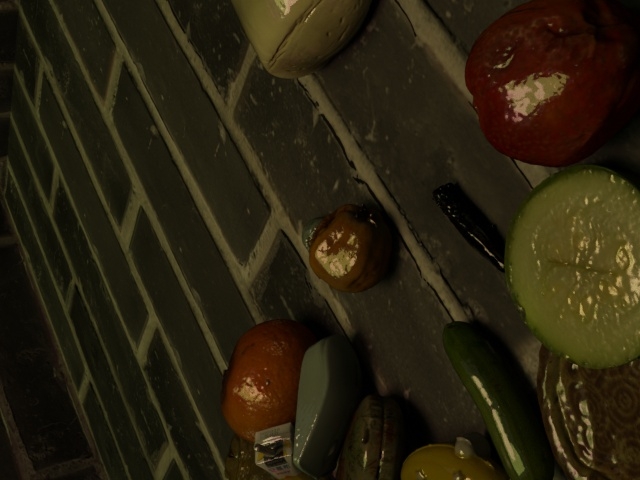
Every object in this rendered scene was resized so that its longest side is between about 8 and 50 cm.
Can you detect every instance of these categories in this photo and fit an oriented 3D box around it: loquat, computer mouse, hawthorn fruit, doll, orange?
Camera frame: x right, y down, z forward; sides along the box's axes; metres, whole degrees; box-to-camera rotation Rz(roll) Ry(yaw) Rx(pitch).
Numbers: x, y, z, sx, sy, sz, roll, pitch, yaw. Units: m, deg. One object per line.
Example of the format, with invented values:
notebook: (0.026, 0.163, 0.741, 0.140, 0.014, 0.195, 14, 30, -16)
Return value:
loquat: (0.045, 0.010, 1.185, 0.137, 0.113, 0.137, -22, 61, 48)
computer mouse: (0.017, 0.263, 1.264, 0.079, 0.128, 0.231, -1, 76, 31)
hawthorn fruit: (0.240, -0.163, 0.795, 0.179, 0.173, 0.173, -44, 61, 24)
doll: (0.199, 0.381, 1.079, 0.237, 0.111, 0.252, 14, 111, 38)
orange: (-0.085, 0.243, 1.378, 0.224, 0.170, 0.224, -169, 90, -81)

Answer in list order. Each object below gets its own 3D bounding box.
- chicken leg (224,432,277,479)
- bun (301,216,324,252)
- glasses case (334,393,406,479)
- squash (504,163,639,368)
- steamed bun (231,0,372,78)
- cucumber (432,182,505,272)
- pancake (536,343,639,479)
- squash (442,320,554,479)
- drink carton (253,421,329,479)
chicken leg: (-0.075, 0.469, 1.390, 0.153, 0.201, 0.429, 47, -165, -32)
bun: (0.000, 0.000, 1.308, 0.083, 0.045, 0.083, 33, 132, 46)
glasses case: (0.062, 0.434, 1.280, 0.156, 0.098, 0.425, -79, 0, -59)
squash: (0.285, 0.029, 0.848, 0.219, 0.041, 0.219, 3, 94, 54)
steamed bun: (-0.039, -0.359, 1.140, 0.250, 0.155, 0.200, -48, 61, 56)
cucumber: (0.201, -0.010, 1.006, 0.039, 0.043, 0.163, -42, 61, 7)
pancake: (0.331, 0.181, 0.872, 0.250, 0.031, 0.250, 17, 110, 55)
squash: (0.230, 0.208, 1.000, 0.258, 0.069, 0.069, 65, 146, 26)
drink carton: (-0.057, 0.345, 1.275, 0.200, 0.084, 0.074, 56, -156, -43)
